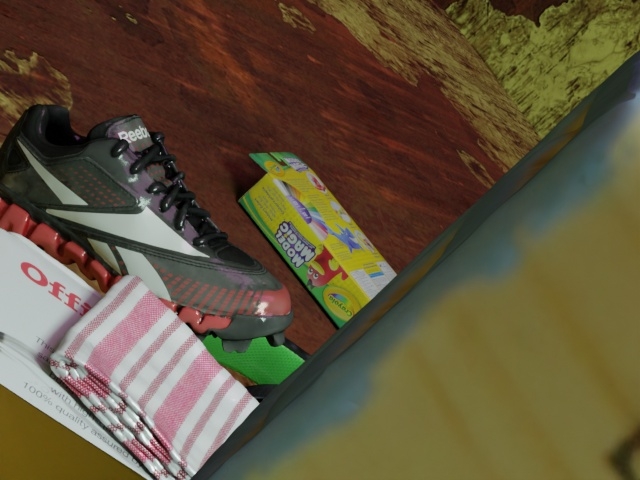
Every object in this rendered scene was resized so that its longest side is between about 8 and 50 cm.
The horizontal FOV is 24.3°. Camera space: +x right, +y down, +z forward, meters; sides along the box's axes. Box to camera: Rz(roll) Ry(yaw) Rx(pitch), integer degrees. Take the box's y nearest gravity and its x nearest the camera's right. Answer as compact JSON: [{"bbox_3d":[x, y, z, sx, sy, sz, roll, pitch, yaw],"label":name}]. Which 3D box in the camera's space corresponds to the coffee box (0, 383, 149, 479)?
[{"bbox_3d":[-0.105,0.296,0.386,0.334,0.338,0.338,39,21,-24],"label":"coffee box"}]

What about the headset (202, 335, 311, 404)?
[{"bbox_3d":[-0.021,0.196,1.135,0.394,0.185,0.243,39,19,24],"label":"headset"}]

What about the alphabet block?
[{"bbox_3d":[0.089,0.083,0.417,0.197,0.193,0.192,47,18,2],"label":"alphabet block"}]

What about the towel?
[{"bbox_3d":[-0.070,0.109,0.904,0.197,0.029,0.144,46,17,-7],"label":"towel"}]

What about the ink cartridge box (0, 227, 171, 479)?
[{"bbox_3d":[-0.156,0.164,0.852,0.223,0.129,0.307,39,20,-22],"label":"ink cartridge box"}]

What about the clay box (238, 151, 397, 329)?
[{"bbox_3d":[0.000,0.000,1.619,0.222,0.053,0.127,51,20,13],"label":"clay box"}]

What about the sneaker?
[{"bbox_3d":[-0.135,-0.017,1.124,0.276,0.135,0.097,27,14,12],"label":"sneaker"}]
